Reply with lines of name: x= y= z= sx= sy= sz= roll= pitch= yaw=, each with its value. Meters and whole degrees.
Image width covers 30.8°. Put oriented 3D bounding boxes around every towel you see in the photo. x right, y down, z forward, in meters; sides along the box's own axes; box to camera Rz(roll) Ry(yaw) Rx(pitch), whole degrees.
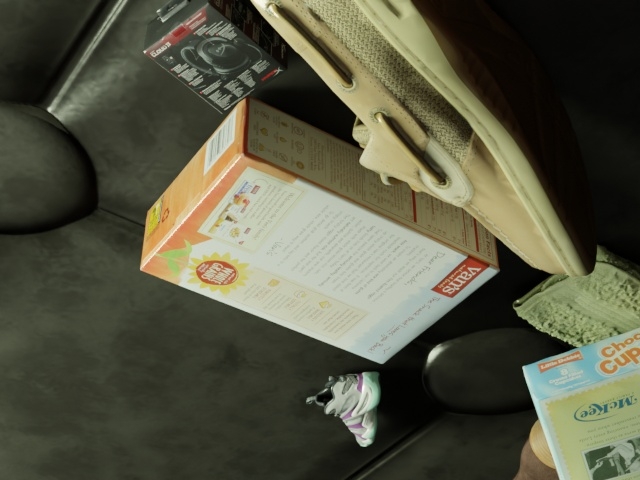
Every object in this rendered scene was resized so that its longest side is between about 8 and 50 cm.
towel: x=0.251 y=0.061 z=1.005 sx=0.148 sy=0.027 sz=0.110 roll=26 pitch=134 yaw=-27

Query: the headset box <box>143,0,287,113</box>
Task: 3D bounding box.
headset box: x=-0.072 y=-0.131 z=0.772 sx=0.062 sy=0.032 sz=0.083 roll=-31 pitch=130 yaw=29

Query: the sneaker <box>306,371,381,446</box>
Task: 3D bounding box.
sneaker: x=0.021 y=0.160 z=1.111 sx=0.069 sy=0.038 sz=0.098 roll=2 pitch=130 yaw=-1

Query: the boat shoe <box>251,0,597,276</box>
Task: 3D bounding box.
boat shoe: x=0.075 y=-0.093 z=0.764 sx=0.110 sy=0.121 sz=0.341 roll=-22 pitch=125 yaw=29

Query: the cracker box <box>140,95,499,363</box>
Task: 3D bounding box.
cracker box: x=0.000 y=0.000 z=0.899 sx=0.232 sy=0.067 sz=0.156 roll=24 pitch=134 yaw=-25

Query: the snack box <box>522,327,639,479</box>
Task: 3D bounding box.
snack box: x=0.356 y=0.143 z=1.001 sx=0.322 sy=0.060 sz=0.187 roll=-19 pitch=117 yaw=7

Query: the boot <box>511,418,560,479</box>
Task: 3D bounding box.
boot: x=0.319 y=0.237 z=1.168 sx=0.249 sy=0.090 sz=0.206 roll=13 pitch=138 yaw=-4
